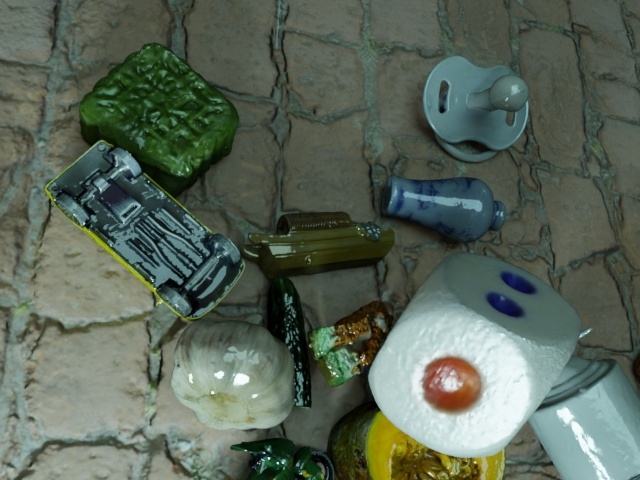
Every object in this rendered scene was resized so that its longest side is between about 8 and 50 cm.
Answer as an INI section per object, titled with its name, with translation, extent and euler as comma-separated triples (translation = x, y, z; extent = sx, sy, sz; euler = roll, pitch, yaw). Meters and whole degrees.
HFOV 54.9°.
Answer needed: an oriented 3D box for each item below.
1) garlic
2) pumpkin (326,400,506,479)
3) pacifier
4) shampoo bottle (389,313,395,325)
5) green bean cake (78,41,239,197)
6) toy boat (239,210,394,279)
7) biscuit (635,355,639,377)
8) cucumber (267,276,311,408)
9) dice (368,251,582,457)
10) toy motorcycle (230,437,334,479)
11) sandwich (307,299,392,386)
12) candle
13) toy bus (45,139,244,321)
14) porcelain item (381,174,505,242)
[garlic]
translation = -0.136, 0.189, 1.019
extent = 0.218, 0.218, 0.212
euler = 26, 39, -11
[pumpkin]
translation = 0.175, 0.363, 1.104
extent = 0.317, 0.139, 0.222
euler = 8, 71, -16
[pacifier]
translation = 0.378, -0.305, 1.395
extent = 0.287, 0.226, 0.239
euler = 9, 86, -18
[shampoo bottle]
translation = 0.224, 0.212, 1.216
extent = 0.236, 0.068, 0.067
euler = 28, 67, -8
[green bean cake]
translation = -0.290, -0.218, 1.140
extent = 0.248, 0.125, 0.222
euler = 39, 61, -4
[toy boat]
translation = 0.000, 0.000, 1.195
extent = 0.310, 0.089, 0.115
euler = -7, 70, -24
[biscuit]
translation = 0.832, 0.315, 1.443
extent = 0.186, 0.036, 0.192
euler = -38, 87, -32
[cucumber]
translation = -0.059, 0.182, 1.111
extent = 0.074, 0.074, 0.241
euler = 2, 69, -22
[dice]
translation = 0.246, 0.181, 1.008
extent = 0.243, 0.259, 0.251
euler = 31, 28, 17
[toy motorcycle]
translation = -0.101, 0.427, 0.974
extent = 0.187, 0.124, 0.275
euler = 43, 61, -12
[sandwich]
translation = 0.061, 0.180, 1.087
extent = 0.160, 0.185, 0.109
euler = -29, 78, 0
[candle]
translation = 0.533, 0.362, 1.204
extent = 0.221, 0.221, 0.343
euler = -24, 77, -28
[toy bus]
translation = -0.291, -0.004, 1.044
extent = 0.330, 0.152, 0.144
euler = 42, 66, 0
[porcelain item]
translation = 0.263, -0.073, 1.310
extent = 0.259, 0.141, 0.141
euler = 9, 67, -11
